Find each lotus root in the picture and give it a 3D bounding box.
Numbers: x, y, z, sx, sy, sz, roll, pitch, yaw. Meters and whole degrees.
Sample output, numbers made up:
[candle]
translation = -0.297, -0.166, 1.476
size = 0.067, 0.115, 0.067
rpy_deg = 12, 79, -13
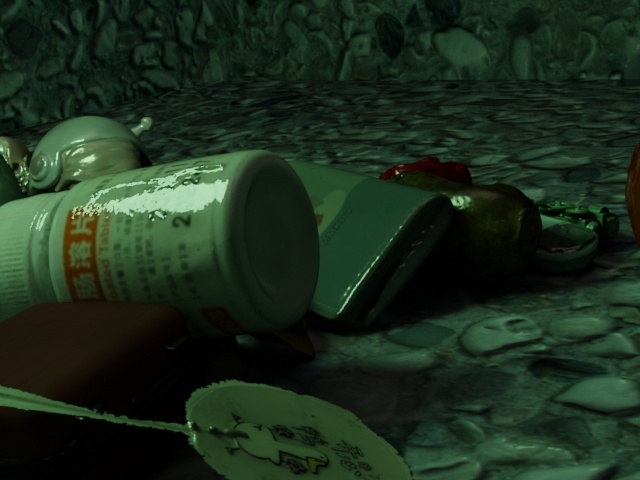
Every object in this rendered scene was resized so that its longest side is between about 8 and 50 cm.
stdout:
[lotus root]
translation = 0.195, -0.018, 1.764
size = 0.274, 0.152, 0.160
rpy_deg = 6, -20, 46

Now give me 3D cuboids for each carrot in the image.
[carrot]
translation = -0.135, 0.136, 1.526
size = 0.067, 0.067, 0.225
rpy_deg = -10, 15, -11

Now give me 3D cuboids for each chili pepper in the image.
[chili pepper]
translation = 0.190, -0.099, 2.196
size = 0.110, 0.110, 0.387
rpy_deg = 2, 12, 31

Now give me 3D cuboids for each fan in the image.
[fan]
translation = -0.095, 0.177, 1.122
size = 0.414, 0.012, 0.233
rpy_deg = 13, 18, -24

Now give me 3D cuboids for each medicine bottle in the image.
[medicine bottle]
translation = -0.205, 0.020, 1.434
size = 0.371, 0.211, 0.211
rpy_deg = -8, 13, 27

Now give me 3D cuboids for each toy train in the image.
[toy train]
translation = 0.387, -0.028, 1.906
size = 0.104, 0.071, 0.178
rpy_deg = -4, 10, -34

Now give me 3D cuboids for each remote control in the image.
[remote control]
translation = 0.309, -0.004, 1.835
size = 0.104, 0.052, 0.247
rpy_deg = -29, 31, -34

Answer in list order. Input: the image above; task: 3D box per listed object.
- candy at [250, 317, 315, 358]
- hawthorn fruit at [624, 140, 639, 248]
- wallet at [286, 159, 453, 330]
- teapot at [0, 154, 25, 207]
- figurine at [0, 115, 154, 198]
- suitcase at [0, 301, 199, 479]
[candy]
translation = -0.092, 0.065, 1.605
size = 0.143, 0.101, 0.271
rpy_deg = 28, 13, -30
[hawthorn fruit]
translation = 0.530, -0.059, 1.569
size = 0.284, 0.284, 0.284
rpy_deg = -6, 15, 2
[wallet]
translation = 0.000, 0.000, 1.751
size = 0.360, 0.083, 0.252
rpy_deg = 16, 63, 51
[teapot]
translation = -0.663, -0.006, 2.126
size = 0.285, 0.223, 0.305
rpy_deg = -27, 65, -35
[figurine]
translation = -0.505, -0.136, 2.374
size = 0.361, 0.211, 0.253
rpy_deg = 0, -1, 15
[suitcase]
translation = -0.278, 0.176, 1.246
size = 0.236, 0.161, 0.297
rpy_deg = 0, 18, 24
